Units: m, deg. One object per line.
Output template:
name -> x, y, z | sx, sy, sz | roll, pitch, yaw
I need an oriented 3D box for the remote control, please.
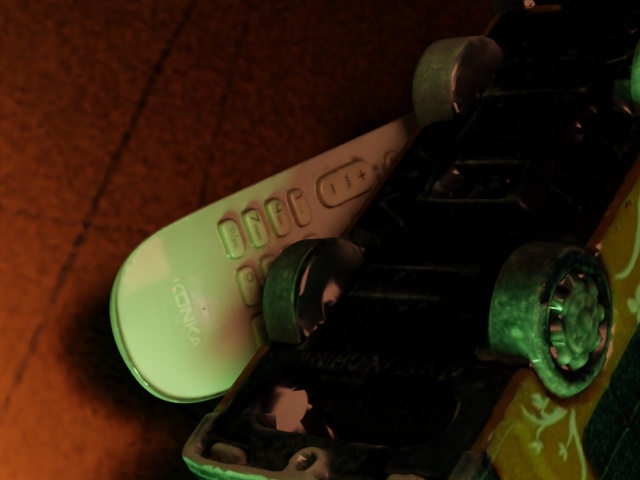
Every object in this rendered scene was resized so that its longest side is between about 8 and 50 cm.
remote control -> 0.000, 0.000, 0.600 | 0.229, 0.044, 0.073 | -28, 103, -41

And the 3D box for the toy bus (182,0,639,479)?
toy bus -> 0.087, 0.033, 0.562 | 0.275, 0.139, 0.167 | -54, 128, -33
